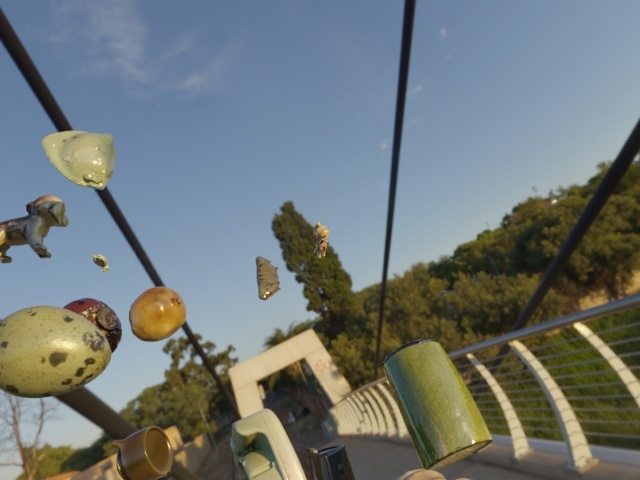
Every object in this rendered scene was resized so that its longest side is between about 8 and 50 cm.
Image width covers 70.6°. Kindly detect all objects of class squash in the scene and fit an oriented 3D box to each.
[{"bbox_3d":[0.405,0.574,1.609,0.262,0.385,0.263,-15,-36,-11],"label":"squash"}]

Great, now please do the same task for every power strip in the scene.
[{"bbox_3d":[-0.877,0.092,1.803,0.055,0.035,0.083,-10,-51,9],"label":"power strip"}]

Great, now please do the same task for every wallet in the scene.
[{"bbox_3d":[-0.122,0.731,1.392,0.322,0.247,0.041,22,-61,-27],"label":"wallet"}]

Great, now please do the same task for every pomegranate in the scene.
[{"bbox_3d":[-0.676,0.304,1.869,0.233,0.233,0.233,-25,-14,-7],"label":"pomegranate"}]

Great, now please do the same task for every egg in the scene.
[{"bbox_3d":[-0.532,0.219,0.890,0.227,0.177,0.177,6,-20,-6],"label":"egg"}]

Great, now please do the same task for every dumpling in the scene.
[{"bbox_3d":[-0.546,-0.206,1.053,0.104,0.217,0.149,-25,-50,14],"label":"dumpling"}]

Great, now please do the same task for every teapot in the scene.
[{"bbox_3d":[-0.661,0.813,1.668,0.175,0.268,0.186,-26,23,6],"label":"teapot"}]

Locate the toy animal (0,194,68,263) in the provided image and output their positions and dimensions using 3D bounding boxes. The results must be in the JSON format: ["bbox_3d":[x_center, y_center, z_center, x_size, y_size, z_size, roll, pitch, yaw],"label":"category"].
[{"bbox_3d":[-0.827,-0.026,1.279,0.233,0.169,0.121,-20,-9,-14],"label":"toy animal"}]

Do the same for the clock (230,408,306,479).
[{"bbox_3d":[-0.099,0.559,0.991,0.108,0.324,0.265,-15,-38,-24],"label":"clock"}]

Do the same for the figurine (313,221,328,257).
[{"bbox_3d":[0.000,0.000,2.165,0.083,0.083,0.188,-21,-47,-24],"label":"figurine"}]

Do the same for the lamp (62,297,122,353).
[{"bbox_3d":[-1.055,0.409,2.054,0.256,0.303,0.303,-28,-13,14],"label":"lamp"}]

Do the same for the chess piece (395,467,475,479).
[{"bbox_3d":[0.265,0.513,0.862,0.138,0.124,0.307,15,-27,-21],"label":"chess piece"}]

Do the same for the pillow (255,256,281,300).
[{"bbox_3d":[-0.201,0.143,1.744,0.093,0.241,0.051,-1,-53,-11],"label":"pillow"}]

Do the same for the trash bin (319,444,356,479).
[{"bbox_3d":[0.052,1.012,1.846,0.182,0.291,0.209,-27,-21,28],"label":"trash bin"}]
